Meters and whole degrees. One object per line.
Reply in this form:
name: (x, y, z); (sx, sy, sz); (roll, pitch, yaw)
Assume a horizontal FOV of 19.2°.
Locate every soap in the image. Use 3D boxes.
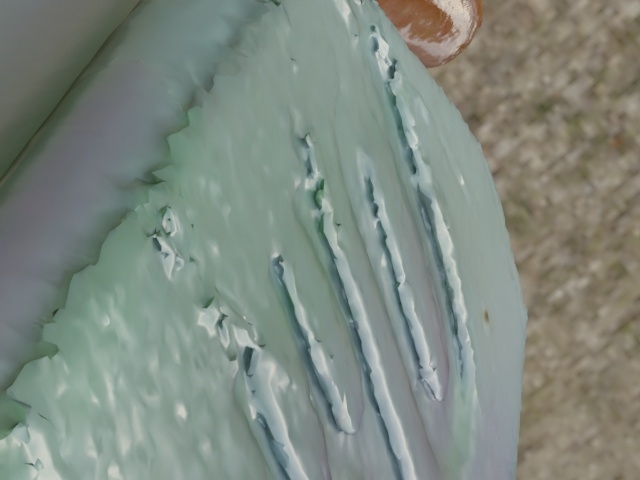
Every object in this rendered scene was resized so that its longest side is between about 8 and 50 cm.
soap: (-0.061, 0.073, 0.519); (0.156, 0.446, 0.261); (-8, 118, 20)

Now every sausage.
sausage: (0.027, -0.148, 1.034); (0.076, 0.076, 0.197); (-43, 148, 15)
